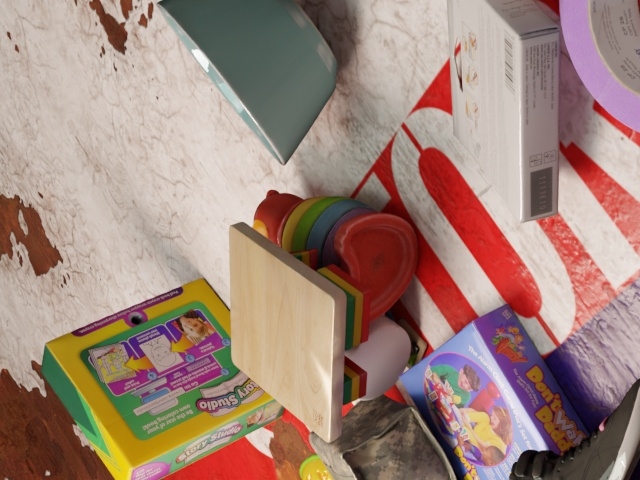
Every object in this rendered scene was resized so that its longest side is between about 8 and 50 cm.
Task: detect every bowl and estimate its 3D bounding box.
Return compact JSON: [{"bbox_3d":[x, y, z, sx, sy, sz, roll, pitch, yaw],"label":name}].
[{"bbox_3d":[-0.089,-0.282,1.899,0.312,0.163,0.311,52,179,1],"label":"bowl"}]

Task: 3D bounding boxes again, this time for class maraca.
[{"bbox_3d":[0.042,0.425,2.256,0.185,0.099,0.127,-24,118,41],"label":"maraca"}]

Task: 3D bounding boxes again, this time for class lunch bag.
[{"bbox_3d":[0.129,0.404,1.999,0.287,0.169,0.235,58,170,-7],"label":"lunch bag"}]

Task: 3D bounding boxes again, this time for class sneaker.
[{"bbox_3d":[0.338,0.291,1.668,0.146,0.104,0.296,27,106,23],"label":"sneaker"}]

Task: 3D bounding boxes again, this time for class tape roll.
[{"bbox_3d":[0.394,-0.253,1.373,0.274,0.090,0.275,32,132,42],"label":"tape roll"}]

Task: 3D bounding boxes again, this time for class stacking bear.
[{"bbox_3d":[0.000,0.000,1.997,0.289,0.164,0.176,21,124,45],"label":"stacking bear"}]

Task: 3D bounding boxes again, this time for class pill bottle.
[{"bbox_3d":[0.007,0.138,2.068,0.283,0.160,0.160,34,134,43],"label":"pill bottle"}]

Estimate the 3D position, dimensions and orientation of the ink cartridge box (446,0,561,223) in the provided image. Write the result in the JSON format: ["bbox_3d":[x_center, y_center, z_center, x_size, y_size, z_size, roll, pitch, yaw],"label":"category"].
[{"bbox_3d":[0.235,-0.198,1.626,0.239,0.060,0.275,-115,15,-52],"label":"ink cartridge box"}]

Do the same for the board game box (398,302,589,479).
[{"bbox_3d":[0.283,0.297,1.859,0.347,0.078,0.233,60,146,11],"label":"board game box"}]

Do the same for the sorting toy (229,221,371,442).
[{"bbox_3d":[-0.028,0.124,1.886,0.255,0.089,0.257,34,134,42],"label":"sorting toy"}]

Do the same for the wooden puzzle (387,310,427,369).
[{"bbox_3d":[0.142,0.173,2.041,0.116,0.014,0.079,43,139,33],"label":"wooden puzzle"}]

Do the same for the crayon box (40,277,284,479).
[{"bbox_3d":[-0.293,0.268,2.386,0.313,0.362,0.106,50,143,25],"label":"crayon box"}]
